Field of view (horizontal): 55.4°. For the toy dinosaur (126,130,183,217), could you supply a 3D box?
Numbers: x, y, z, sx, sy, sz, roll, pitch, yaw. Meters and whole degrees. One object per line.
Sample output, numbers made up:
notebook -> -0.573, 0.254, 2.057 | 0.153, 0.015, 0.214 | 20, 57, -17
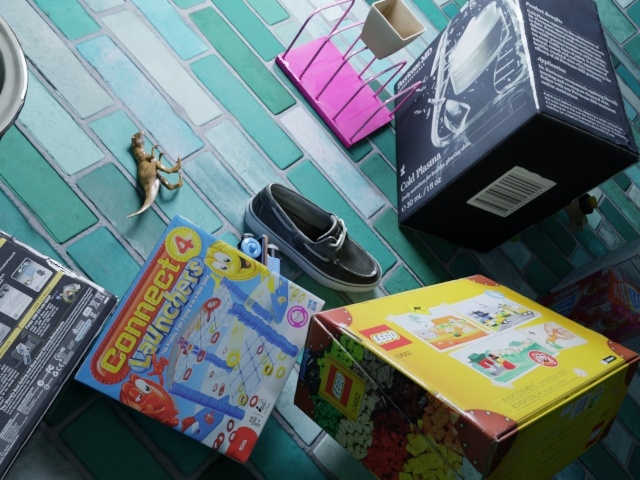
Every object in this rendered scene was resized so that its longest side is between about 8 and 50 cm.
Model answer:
toy dinosaur -> -0.326, -0.118, 1.186 | 0.112, 0.064, 0.211 | -7, 58, -15

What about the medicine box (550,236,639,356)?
medicine box -> 0.802, 0.159, 1.567 | 0.149, 0.289, 0.263 | -29, 82, -37

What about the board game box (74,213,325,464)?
board game box -> -0.194, 0.164, 1.027 | 0.302, 0.086, 0.308 | 32, 70, -14

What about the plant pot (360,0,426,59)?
plant pot -> 0.157, -0.485, 1.415 | 0.109, 0.096, 0.109 | 51, 49, 2

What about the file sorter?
file sorter -> 0.079, -0.424, 1.515 | 0.290, 0.182, 0.202 | 51, 50, 3

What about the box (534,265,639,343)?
box -> 0.635, 0.187, 1.470 | 0.128, 0.257, 0.122 | 36, 50, -10

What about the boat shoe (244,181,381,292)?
boat shoe -> 0.000, 0.000, 1.271 | 0.335, 0.119, 0.121 | 30, 53, -15

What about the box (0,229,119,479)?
box -> -0.531, 0.169, 0.867 | 0.318, 0.097, 0.394 | 33, 52, -14

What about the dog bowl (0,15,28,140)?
dog bowl -> -0.693, -0.248, 0.963 | 0.408, 0.150, 0.407 | 15, 57, -25

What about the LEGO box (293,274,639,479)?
LEGO box -> 0.268, 0.248, 1.094 | 0.500, 0.193, 0.372 | -7, 27, -42

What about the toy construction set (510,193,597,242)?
toy construction set -> 0.617, -0.131, 1.701 | 0.237, 0.257, 0.308 | 37, 26, -32

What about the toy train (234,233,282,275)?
toy train -> -0.122, 0.076, 1.184 | 0.105, 0.080, 0.184 | 17, 58, -32

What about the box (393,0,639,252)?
box -> 0.426, -0.299, 1.466 | 0.297, 0.480, 0.471 | 18, 56, -22
